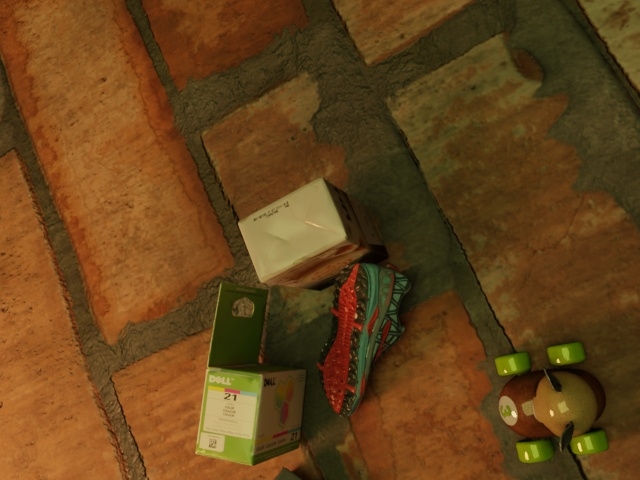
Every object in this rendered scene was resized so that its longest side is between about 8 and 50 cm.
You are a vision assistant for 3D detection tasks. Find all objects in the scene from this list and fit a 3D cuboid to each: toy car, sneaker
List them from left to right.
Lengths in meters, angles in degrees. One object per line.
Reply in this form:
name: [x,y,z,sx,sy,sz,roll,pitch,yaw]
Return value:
sneaker: [0.080,0.161,1.053,0.104,0.125,0.261,40,124,51]
toy car: [0.313,0.225,0.920,0.149,0.188,0.155,-15,78,16]

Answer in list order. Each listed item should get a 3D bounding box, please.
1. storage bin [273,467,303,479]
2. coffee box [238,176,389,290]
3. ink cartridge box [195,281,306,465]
storage bin: [-0.038,0.433,1.072,0.135,0.098,0.091,30,65,21]
coffee box: [0.000,0.000,1.027,0.141,0.246,0.098,-27,75,15]
ink cartridge box: [-0.095,0.202,1.063,0.097,0.189,0.255,5,84,20]
